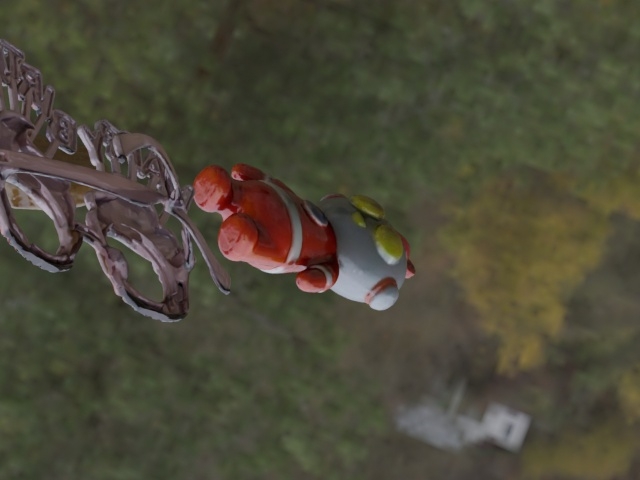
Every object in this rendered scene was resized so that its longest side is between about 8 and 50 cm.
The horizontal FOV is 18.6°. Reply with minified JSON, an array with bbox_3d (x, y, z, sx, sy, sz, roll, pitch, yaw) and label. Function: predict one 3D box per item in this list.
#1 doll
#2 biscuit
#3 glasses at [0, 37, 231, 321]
[{"bbox_3d":[0.000,0.000,1.613,0.245,0.076,0.142,14,-142,-44],"label":"doll"},{"bbox_3d":[-0.330,-0.073,2.058,0.186,0.044,0.295,-15,-158,-32],"label":"biscuit"},{"bbox_3d":[-0.138,-0.054,1.250,0.255,0.095,0.162,35,-155,-50],"label":"glasses"}]
